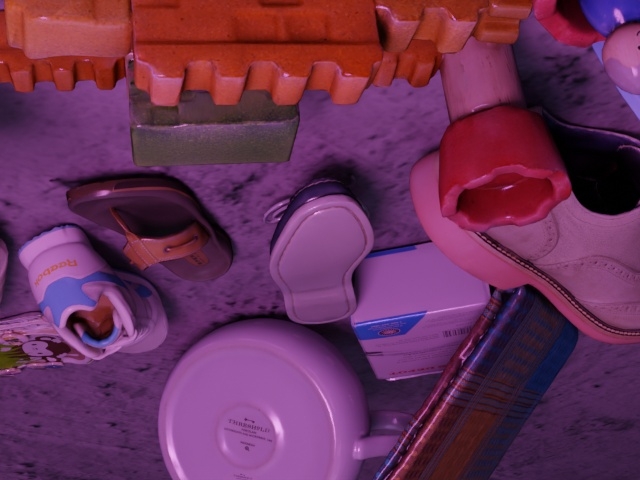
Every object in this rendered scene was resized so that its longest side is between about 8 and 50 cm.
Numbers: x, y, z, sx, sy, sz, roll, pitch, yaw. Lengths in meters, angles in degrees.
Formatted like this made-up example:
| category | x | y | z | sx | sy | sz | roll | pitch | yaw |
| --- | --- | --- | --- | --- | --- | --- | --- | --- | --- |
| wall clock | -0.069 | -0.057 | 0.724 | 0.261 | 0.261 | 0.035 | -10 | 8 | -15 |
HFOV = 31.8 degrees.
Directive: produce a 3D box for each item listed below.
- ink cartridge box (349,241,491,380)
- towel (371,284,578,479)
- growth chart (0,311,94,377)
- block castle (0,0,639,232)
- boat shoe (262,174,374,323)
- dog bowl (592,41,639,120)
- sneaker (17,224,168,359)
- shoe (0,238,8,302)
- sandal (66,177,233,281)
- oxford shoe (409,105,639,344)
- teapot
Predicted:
| category | x | y | z | sx | sy | sz | roll | pitch | yaw |
| --- | --- | --- | --- | --- | --- | --- | --- | --- | --- |
| ink cartridge box | 0.110 | 0.076 | 1.188 | 0.139 | 0.082 | 0.191 | -10 | 157 | 7 |
| towel | 0.174 | 0.178 | 1.215 | 0.271 | 0.040 | 0.370 | -57 | 156 | 2 |
| growth chart | -0.326 | 0.118 | 1.237 | 0.237 | 0.021 | 0.172 | -14 | 155 | 15 |
| block castle | -0.051 | -0.109 | 0.617 | 0.453 | 0.213 | 0.303 | -2 | 154 | -10 |
| boat shoe | 0.000 | 0.000 | 1.008 | 0.095 | 0.079 | 0.254 | -10 | 157 | 1 |
| dog bowl | 0.285 | -0.101 | 0.762 | 0.074 | 0.166 | 0.297 | -38 | 153 | 28 |
| sneaker | -0.207 | 0.073 | 1.072 | 0.087 | 0.092 | 0.229 | -30 | 152 | 5 |
| shoe | -0.320 | 0.019 | 1.004 | 0.076 | 0.058 | 0.219 | 26 | 147 | 3 |
| sandal | -0.142 | 0.003 | 0.997 | 0.090 | 0.060 | 0.219 | -14 | 154 | 14 |
| oxford shoe | 0.261 | -0.007 | 0.997 | 0.397 | 0.141 | 0.146 | 16 | 141 | -41 |
| teapot | -0.042 | 0.199 | 1.268 | 0.252 | 0.256 | 0.187 | -41 | 170 | 19 |
